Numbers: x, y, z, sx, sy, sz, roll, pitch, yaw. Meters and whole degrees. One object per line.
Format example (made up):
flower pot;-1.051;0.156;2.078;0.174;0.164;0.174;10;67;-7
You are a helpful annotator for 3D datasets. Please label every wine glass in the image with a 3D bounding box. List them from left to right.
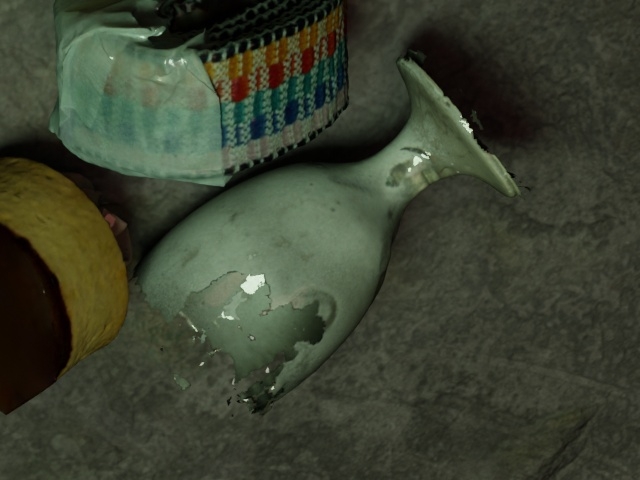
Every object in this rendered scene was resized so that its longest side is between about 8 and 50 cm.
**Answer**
wine glass;0.001;-0.003;1.491;0.357;0.190;0.190;-39;127;-1

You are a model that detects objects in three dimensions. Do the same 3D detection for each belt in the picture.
belt;-0.098;-0.151;1.338;0.257;0.207;0.150;-24;128;-29

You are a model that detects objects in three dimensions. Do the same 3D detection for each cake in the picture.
cake;-0.241;0.024;1.422;0.178;0.185;0.207;-28;116;-52
